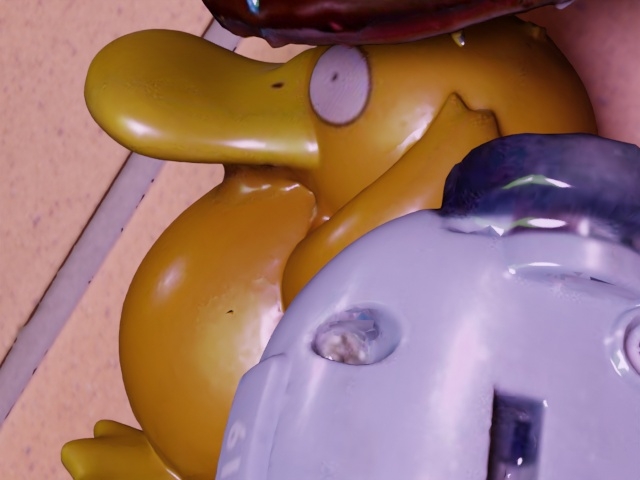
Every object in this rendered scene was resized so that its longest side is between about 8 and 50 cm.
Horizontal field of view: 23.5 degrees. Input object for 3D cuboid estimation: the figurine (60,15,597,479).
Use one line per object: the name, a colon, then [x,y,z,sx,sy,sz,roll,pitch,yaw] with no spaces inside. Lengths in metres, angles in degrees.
figurine: [0.003,0.009,0.623,0.215,0.215,0.228,26,121,39]

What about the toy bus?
toy bus: [0.094,0.116,0.464,0.232,0.288,0.194,131,151,-58]

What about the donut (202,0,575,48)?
donut: [0.044,-0.162,0.569,0.216,0.230,0.096,8,135,43]
